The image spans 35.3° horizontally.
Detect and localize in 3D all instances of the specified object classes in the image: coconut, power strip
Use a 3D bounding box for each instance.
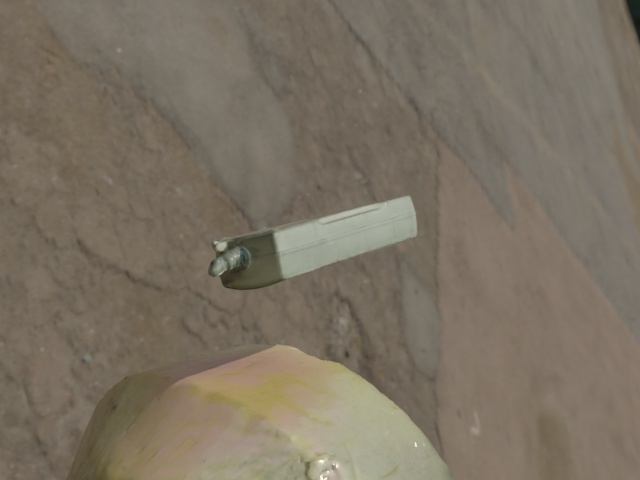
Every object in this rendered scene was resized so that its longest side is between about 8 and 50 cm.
[{"bbox_3d":[-0.032,0.183,0.614,0.259,0.259,0.259,48,32,-45],"label":"coconut"},{"bbox_3d":[0.000,0.000,0.586,0.191,0.047,0.030,-16,95,-52],"label":"power strip"}]
